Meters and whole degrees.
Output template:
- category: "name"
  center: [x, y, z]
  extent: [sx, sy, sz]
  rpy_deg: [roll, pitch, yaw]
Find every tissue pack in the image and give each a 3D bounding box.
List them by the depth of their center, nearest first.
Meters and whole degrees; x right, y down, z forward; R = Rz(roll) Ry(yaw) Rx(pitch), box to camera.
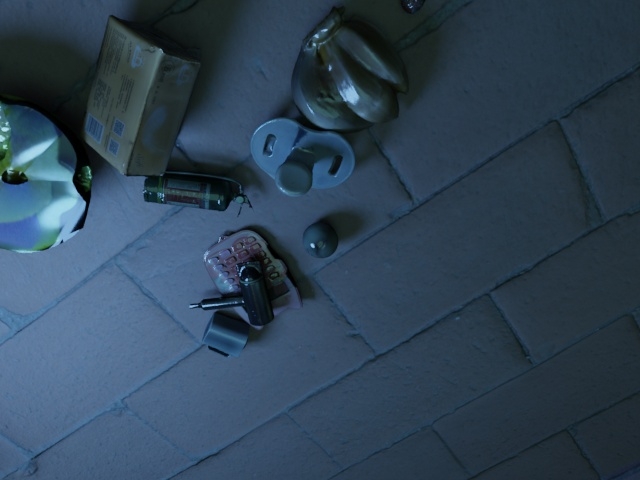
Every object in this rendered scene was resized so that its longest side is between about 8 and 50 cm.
- category: "tissue pack"
  center: [-0.403, -0.335, 1.294]
  extent: [0.239, 0.238, 0.305]
  rpy_deg: [20, 114, -14]

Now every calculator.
- category: "calculator"
  center: [-0.204, 0.109, 1.623]
  extent: [0.220, 0.048, 0.329]
  rpy_deg: [-27, 114, 11]

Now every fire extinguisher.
- category: "fire extinguisher"
  center: [-0.321, -0.130, 1.456]
  extent: [0.294, 0.093, 0.118]
  rpy_deg: [7, 114, -8]

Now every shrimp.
- category: "shrimp"
  center: [0.226, -0.630, 1.255]
  extent: [0.073, 0.075, 0.190]
  rpy_deg: [18, 127, 22]

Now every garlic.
- category: "garlic"
  center: [0.063, -0.390, 1.336]
  extent: [0.279, 0.132, 0.325]
  rpy_deg: [-29, 112, 21]

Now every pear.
- category: "pear"
  center: [-0.752, -0.184, 1.350]
  extent: [0.399, 0.165, 0.398]
  rpy_deg: [-2, 118, -4]

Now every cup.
- category: "cup"
  center: [-0.299, 0.306, 1.692]
  extent: [0.129, 0.095, 0.128]
  rpy_deg: [24, 116, -13]

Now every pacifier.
- category: "pacifier"
  center: [-0.054, -0.185, 1.387]
  extent: [0.279, 0.207, 0.227]
  rpy_deg: [16, 134, -8]

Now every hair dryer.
- category: "hair dryer"
  center: [-0.275, 0.160, 1.586]
  extent: [0.248, 0.078, 0.195]
  rpy_deg: [-9, 113, 8]

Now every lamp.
- category: "lamp"
  center: [0.000, 0.000, 1.547]
  extent: [0.105, 0.105, 0.105]
  rpy_deg: [-2, 118, -4]
